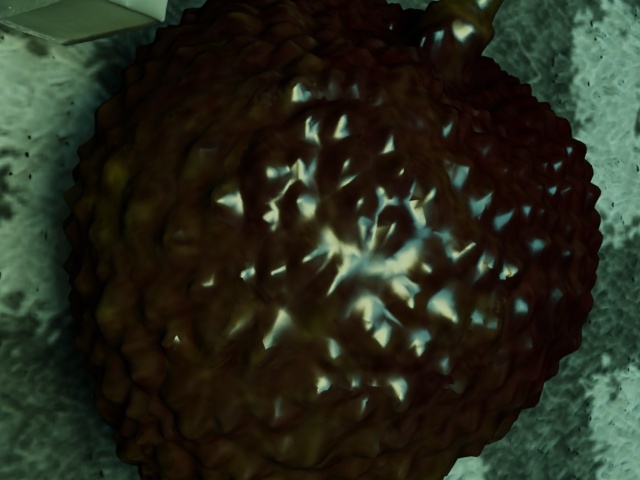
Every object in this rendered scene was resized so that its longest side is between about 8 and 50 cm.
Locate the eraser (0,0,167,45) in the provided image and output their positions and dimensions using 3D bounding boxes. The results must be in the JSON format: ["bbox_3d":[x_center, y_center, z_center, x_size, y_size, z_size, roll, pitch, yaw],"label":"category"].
[{"bbox_3d":[-0.104,-0.217,0.683,0.052,0.095,0.225,16,78,-41],"label":"eraser"}]

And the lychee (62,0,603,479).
[{"bbox_3d":[0.000,0.000,0.676,0.275,0.276,0.304,20,107,-31],"label":"lychee"}]
